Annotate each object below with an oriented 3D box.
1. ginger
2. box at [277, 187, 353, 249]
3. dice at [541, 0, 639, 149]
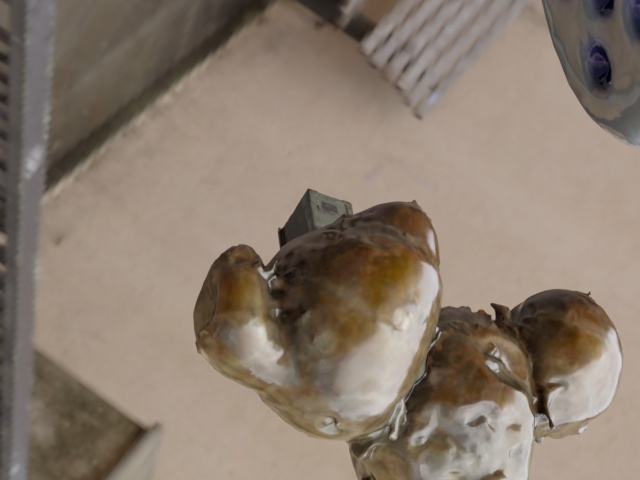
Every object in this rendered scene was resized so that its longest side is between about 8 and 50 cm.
[{"bbox_3d":[0.065,0.098,1.131,0.176,0.375,0.256,15,-102,61],"label":"ginger"},{"bbox_3d":[0.000,0.000,1.351,0.063,0.060,0.084,-59,-159,29],"label":"box"},{"bbox_3d":[0.258,-0.174,0.886,0.193,0.191,0.194,-14,162,-16],"label":"dice"}]
